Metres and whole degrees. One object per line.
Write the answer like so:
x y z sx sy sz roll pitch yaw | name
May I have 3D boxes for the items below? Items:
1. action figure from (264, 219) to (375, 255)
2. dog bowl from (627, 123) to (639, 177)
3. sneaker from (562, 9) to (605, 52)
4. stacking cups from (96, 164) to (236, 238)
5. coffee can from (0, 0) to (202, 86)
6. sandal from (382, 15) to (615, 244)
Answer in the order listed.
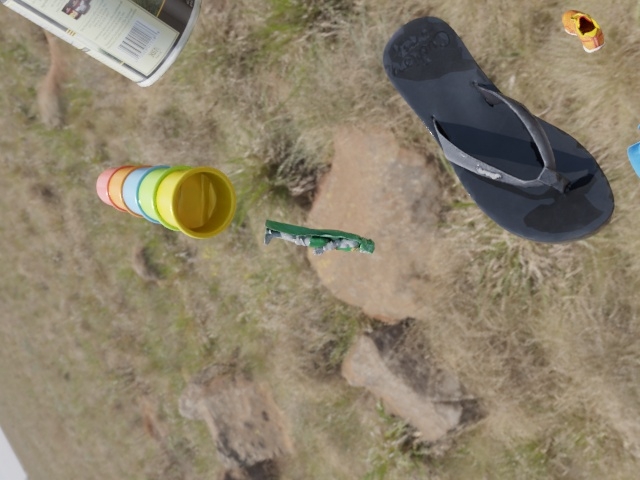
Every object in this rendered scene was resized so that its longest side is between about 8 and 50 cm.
0.000 0.000 1.421 0.137 0.233 0.063 -96 12 -90 | action figure
0.633 -0.139 1.187 0.165 0.074 0.297 57 -171 17 | dog bowl
0.600 -0.494 1.541 0.067 0.064 0.175 55 -166 -36 | sneaker
-0.238 -0.067 0.993 0.316 0.096 0.095 12 125 54 | stacking cups
-0.368 -0.411 1.123 0.275 0.201 0.202 28 173 -36 | coffee can
0.142 -0.093 0.587 0.254 0.097 0.054 48 -169 16 | sandal
